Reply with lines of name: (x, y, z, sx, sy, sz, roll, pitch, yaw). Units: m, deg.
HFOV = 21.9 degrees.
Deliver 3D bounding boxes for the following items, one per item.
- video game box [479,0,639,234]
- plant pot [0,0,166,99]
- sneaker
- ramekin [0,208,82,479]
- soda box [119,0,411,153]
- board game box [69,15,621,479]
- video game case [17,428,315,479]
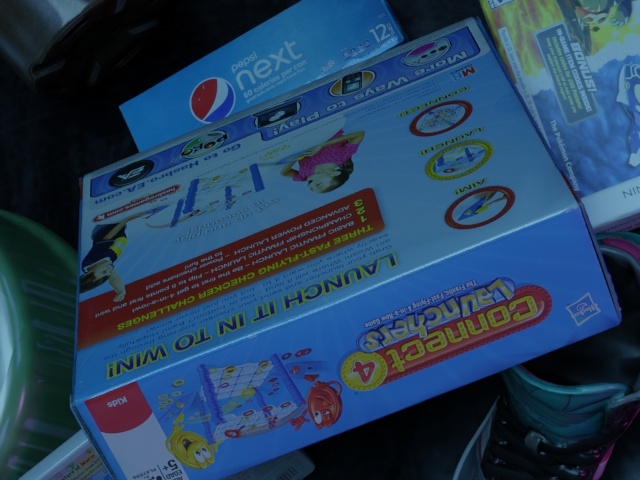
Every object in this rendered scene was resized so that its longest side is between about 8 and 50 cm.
video game box: (0.227, -0.118, 1.151, 0.187, 0.048, 0.205, -21, 72, 8)
plant pot: (-0.213, -0.207, 1.251, 0.167, 0.167, 0.165, -42, 77, 3)
sneaker: (0.143, 0.121, 1.045, 0.124, 0.178, 0.295, 21, 84, 20)
ramekin: (-0.305, 0.105, 1.198, 0.303, 0.148, 0.303, -4, 75, 16)
soda box: (-0.035, -0.112, 1.215, 0.210, 0.067, 0.071, -29, 70, 8)
board game box: (0.000, 0.000, 1.053, 0.308, 0.086, 0.302, -21, 28, 5)
video game case: (-0.104, 0.161, 1.138, 0.157, 0.143, 0.019, -38, 34, 5)
